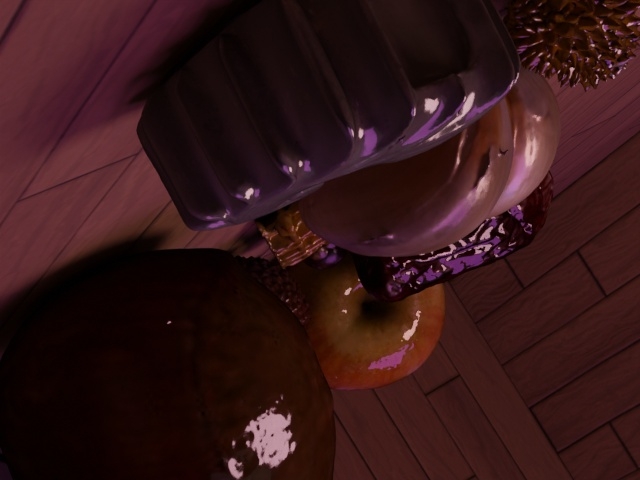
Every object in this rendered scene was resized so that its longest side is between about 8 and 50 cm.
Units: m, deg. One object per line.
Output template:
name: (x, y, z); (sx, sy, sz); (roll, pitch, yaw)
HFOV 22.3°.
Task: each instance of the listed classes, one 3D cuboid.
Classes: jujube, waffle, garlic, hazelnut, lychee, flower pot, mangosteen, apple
jujube: (0.191, -0.031, 2.457); (0.342, 0.216, 0.216); (-34, 173, -28)
waffle: (0.019, -0.049, 2.268); (0.219, 0.057, 0.229); (-32, 171, -2)
garlic: (0.137, -0.101, 1.935); (0.313, 0.249, 0.286); (-50, -173, 31)
hazelnut: (-0.189, 0.215, 1.932); (0.421, 0.353, 0.421); (-6, 131, -7)
lychee: (-0.102, 0.102, 2.289); (0.188, 0.188, 0.188); (-31, 172, -5)
flower pot: (0.025, -0.136, 1.431); (0.254, 0.164, 0.367); (-31, 174, 38)
mangosteen: (0.001, 0.001, 2.430); (0.081, 0.081, 0.081); (-31, 172, -5)
apple: (0.063, 0.105, 2.624); (0.286, 0.286, 0.233); (-31, 179, -6)

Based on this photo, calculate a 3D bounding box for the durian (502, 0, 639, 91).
durian: (0.296, -0.252, 1.811); (0.183, 0.138, 0.249); (-33, 164, 20)

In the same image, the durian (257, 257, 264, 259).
durian: (-0.165, 0.158, 2.521); (0.306, 0.172, 0.166); (-46, -170, 31)

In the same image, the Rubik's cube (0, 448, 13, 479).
Rubik's cube: (-0.299, 0.283, 2.283); (0.260, 0.259, 0.255); (-14, 151, -52)
